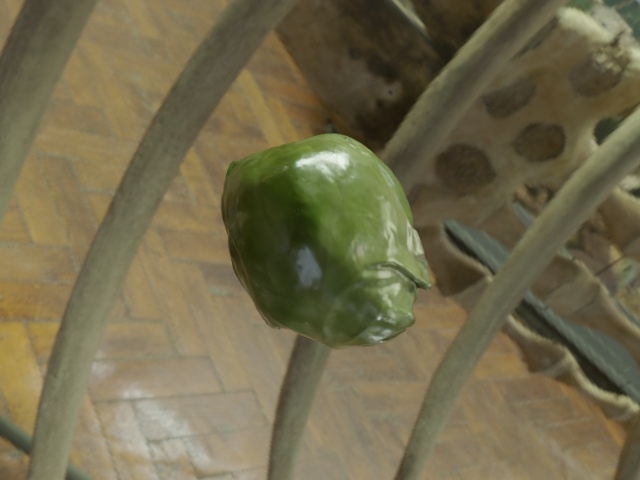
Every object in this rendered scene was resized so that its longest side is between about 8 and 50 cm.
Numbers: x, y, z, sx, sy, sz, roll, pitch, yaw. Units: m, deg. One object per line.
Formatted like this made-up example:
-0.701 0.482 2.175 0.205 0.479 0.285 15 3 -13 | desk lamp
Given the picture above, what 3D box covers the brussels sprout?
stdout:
0.000 0.000 1.268 0.328 0.247 0.328 31 53 -52 | brussels sprout
